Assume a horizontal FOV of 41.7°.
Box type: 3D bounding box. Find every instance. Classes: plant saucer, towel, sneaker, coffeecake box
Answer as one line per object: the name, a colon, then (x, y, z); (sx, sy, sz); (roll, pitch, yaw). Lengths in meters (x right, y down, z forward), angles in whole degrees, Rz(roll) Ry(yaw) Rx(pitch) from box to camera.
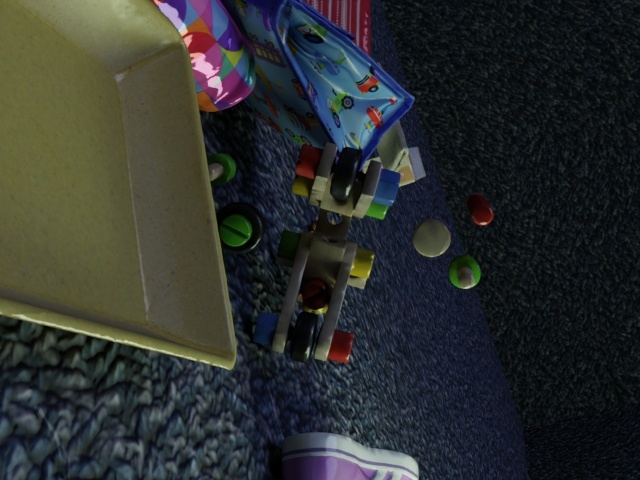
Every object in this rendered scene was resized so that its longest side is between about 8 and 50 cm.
plant saucer: (-0.187, -0.074, 0.620); (0.333, 0.081, 0.332); (36, 40, -65)
towel: (-0.025, -0.331, 1.281); (0.275, 0.031, 0.198); (16, 65, -37)
sneaker: (0.040, 0.327, 0.989); (0.282, 0.102, 0.161); (31, 47, -53)
coffeecake box: (0.122, -0.132, 1.658); (0.185, 0.142, 0.068); (-28, 101, -74)

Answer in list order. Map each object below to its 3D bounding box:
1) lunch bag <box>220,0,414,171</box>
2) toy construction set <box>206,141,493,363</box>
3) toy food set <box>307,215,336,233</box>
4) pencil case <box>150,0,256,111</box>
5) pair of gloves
lunch bag: (-0.056, -0.237, 1.039); (0.221, 0.138, 0.293); (36, -3, 40)
toy construction set: (0.048, -0.007, 1.017); (0.237, 0.309, 0.257); (-54, 134, -77)
toy food set: (0.000, 0.000, 1.328); (0.122, 0.019, 0.078); (-21, 94, -67)
pencil case: (-0.149, -0.241, 0.883); (0.236, 0.104, 0.104); (57, 22, -52)
pair of gloves: (0.069, -0.177, 1.474); (0.240, 0.042, 0.204); (132, -48, -54)
